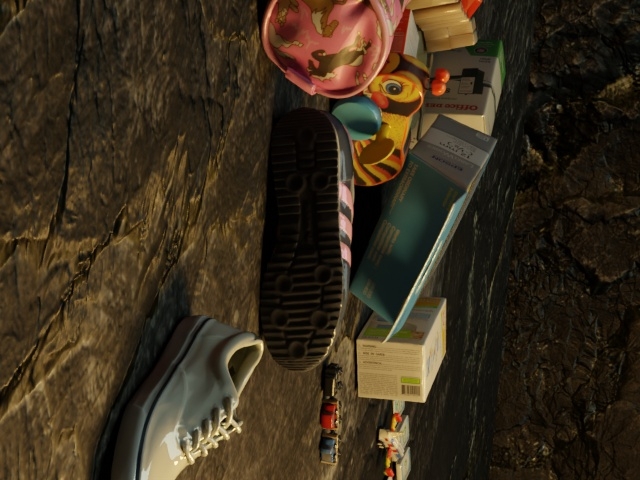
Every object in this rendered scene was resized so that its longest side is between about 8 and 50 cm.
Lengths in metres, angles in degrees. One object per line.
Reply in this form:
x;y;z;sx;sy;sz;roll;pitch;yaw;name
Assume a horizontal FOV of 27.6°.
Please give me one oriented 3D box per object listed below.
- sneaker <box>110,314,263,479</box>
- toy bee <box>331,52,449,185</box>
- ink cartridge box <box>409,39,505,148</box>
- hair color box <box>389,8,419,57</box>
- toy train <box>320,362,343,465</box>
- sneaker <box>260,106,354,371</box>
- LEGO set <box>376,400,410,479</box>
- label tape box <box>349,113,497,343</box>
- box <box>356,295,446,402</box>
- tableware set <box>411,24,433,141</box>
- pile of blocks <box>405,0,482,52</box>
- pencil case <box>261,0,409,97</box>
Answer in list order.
-0.124;0.167;1.243;0.258;0.091;0.094;-69;158;-45;sneaker
0.096;-0.188;1.801;0.298;0.162;0.195;63;37;-62;toy bee
0.234;-0.258;2.289;0.087;0.153;0.208;77;22;-46;ink cartridge box
0.112;-0.267;2.034;0.093;0.053;0.167;61;36;-66;hair color box
0.015;0.257;1.897;0.036;0.027;0.158;-31;124;-67;toy train
0.000;0.000;1.602;0.131;0.112;0.319;-3;99;-72;sneaker
0.144;0.390;2.355;0.244;0.060;0.182;-47;136;-65;LEGO set
0.145;-0.026;1.976;0.249;0.115;0.347;-67;171;25;label tape box
0.136;0.173;2.141;0.203;0.114;0.103;-51;141;-65;box
0.143;-0.272;2.170;0.128;0.039;0.194;59;36;-53;tableware set
0.195;-0.425;2.103;0.362;0.113;0.149;42;44;-65;pile of blocks
0.050;-0.322;1.596;0.386;0.160;0.167;-63;147;-54;pencil case
